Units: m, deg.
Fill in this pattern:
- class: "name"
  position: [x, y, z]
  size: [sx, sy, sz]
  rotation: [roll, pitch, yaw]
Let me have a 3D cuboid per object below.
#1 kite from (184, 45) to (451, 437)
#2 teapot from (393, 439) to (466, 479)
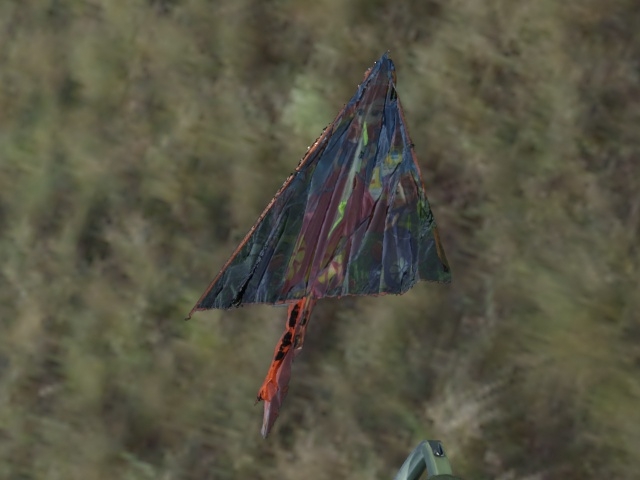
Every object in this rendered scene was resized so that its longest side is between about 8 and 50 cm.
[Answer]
- class: "kite"
  position: [0.000, 0.000, 0.778]
  size: [0.232, 0.009, 0.189]
  rotation: [-6, 63, 62]
- class: "teapot"
  position: [0.059, 0.156, 0.931]
  size: [0.057, 0.066, 0.088]
  rotation: [-45, 47, 52]
